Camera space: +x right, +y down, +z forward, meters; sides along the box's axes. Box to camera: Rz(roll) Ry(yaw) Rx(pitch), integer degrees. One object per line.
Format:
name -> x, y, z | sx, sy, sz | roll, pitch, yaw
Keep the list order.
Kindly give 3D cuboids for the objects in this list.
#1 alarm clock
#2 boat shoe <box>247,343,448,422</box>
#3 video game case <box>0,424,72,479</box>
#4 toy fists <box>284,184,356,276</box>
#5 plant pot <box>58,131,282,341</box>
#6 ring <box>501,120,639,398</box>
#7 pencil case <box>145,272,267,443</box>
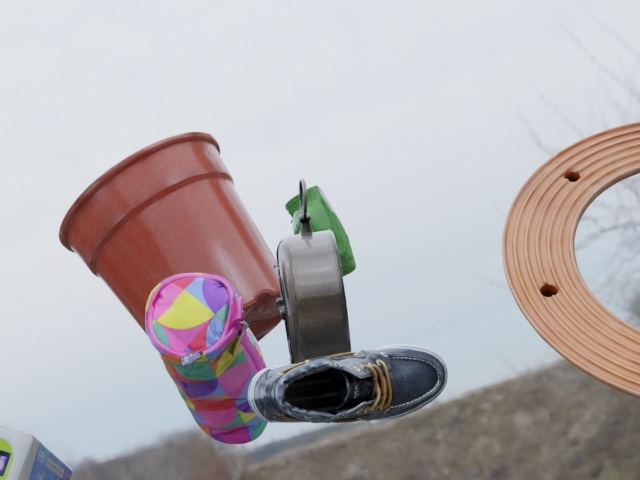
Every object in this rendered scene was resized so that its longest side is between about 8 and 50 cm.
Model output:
alarm clock -> -0.010, 0.038, 1.267 | 0.064, 0.192, 0.129 | -5, 4, -3
boat shoe -> 0.036, 0.125, 1.159 | 0.183, 0.065, 0.083 | -6, -2, -21
video game case -> -0.312, 0.308, 1.283 | 0.061, 0.244, 0.269 | 17, -16, 3
toy fists -> 0.000, 0.000, 2.489 | 0.096, 0.142, 0.279 | -30, -10, -3
plant pot -> -0.189, 0.032, 1.971 | 0.272, 0.265, 0.272 | -32, -17, -11
ring -> 0.317, 0.015, 1.128 | 0.336, 0.336, 0.032 | -15, -45, -7
pencil case -> -0.105, 0.123, 1.397 | 0.104, 0.104, 0.236 | -16, -30, 0
